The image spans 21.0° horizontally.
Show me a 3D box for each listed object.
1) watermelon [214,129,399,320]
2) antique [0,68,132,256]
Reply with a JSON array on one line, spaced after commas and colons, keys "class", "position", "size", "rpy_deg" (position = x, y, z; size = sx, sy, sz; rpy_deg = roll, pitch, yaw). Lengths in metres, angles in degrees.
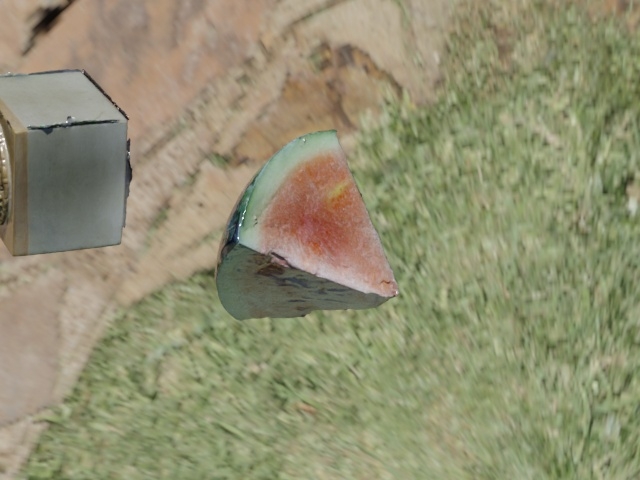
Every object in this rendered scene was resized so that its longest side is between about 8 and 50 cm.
[{"class": "watermelon", "position": [-0.020, -0.009, 1.789], "size": [0.202, 0.136, 0.207], "rpy_deg": [42, 70, -28]}, {"class": "antique", "position": [-0.286, -0.083, 1.774], "size": [0.148, 0.147, 0.152], "rpy_deg": [-7, 119, -25]}]
